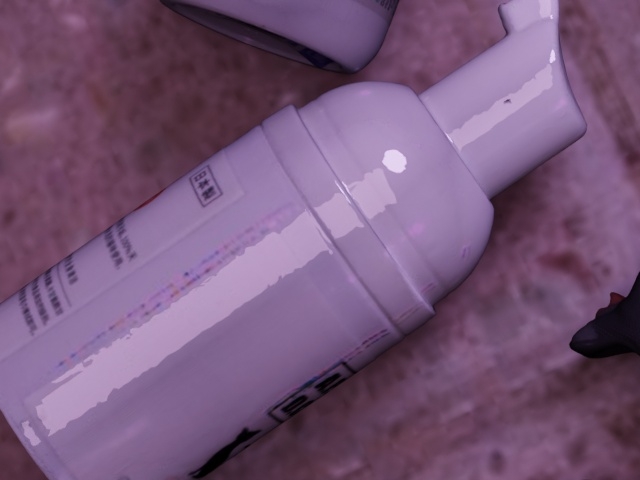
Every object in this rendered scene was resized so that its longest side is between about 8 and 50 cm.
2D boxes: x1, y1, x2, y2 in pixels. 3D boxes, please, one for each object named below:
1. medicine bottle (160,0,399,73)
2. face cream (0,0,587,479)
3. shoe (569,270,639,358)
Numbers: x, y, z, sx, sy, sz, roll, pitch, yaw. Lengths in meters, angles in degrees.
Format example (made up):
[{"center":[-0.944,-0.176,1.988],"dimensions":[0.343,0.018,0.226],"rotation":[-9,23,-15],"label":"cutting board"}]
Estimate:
[{"center":[0.002,-0.213,1.101],"dimensions":[0.135,0.135,0.215],"rotation":[20,89,9],"label":"medicine bottle"},{"center":[0.000,0.000,1.081],"dimensions":[0.369,0.145,0.145],"rotation":[-34,82,5],"label":"face cream"},{"center":[0.229,0.098,1.076],"dimensions":[0.112,0.099,0.227],"rotation":[-34,79,11],"label":"shoe"}]
